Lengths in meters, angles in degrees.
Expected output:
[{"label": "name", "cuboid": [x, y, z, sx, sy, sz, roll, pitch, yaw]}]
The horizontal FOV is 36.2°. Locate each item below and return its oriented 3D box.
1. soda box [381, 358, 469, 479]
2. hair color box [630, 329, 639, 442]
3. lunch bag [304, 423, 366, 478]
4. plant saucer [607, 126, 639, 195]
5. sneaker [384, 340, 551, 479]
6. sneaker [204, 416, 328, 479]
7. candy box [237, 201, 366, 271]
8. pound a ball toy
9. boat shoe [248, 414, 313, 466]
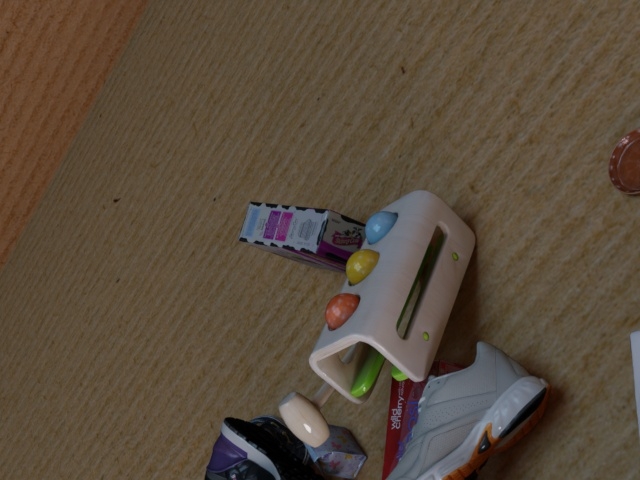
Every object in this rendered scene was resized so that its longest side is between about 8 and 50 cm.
[{"label": "soda box", "cuboid": [0.137, 0.287, 1.241, 0.092, 0.083, 0.263, -15, 62, 51]}, {"label": "hair color box", "cuboid": [0.446, 0.143, 0.851, 0.339, 0.110, 0.185, -23, 58, 46]}, {"label": "lunch bag", "cuboid": [0.012, 0.302, 1.413, 0.053, 0.083, 0.071, -61, 36, 15]}, {"label": "plant saucer", "cuboid": [0.376, -0.093, 1.151, 0.083, 0.013, 0.083, -29, 52, 46]}, {"label": "sneaker", "cuboid": [0.144, 0.230, 1.161, 0.262, 0.099, 0.121, -39, 57, -10]}, {"label": "sneaker", "cuboid": [-0.066, 0.367, 1.372, 0.283, 0.107, 0.124, 29, 95, 51]}, {"label": "candy box", "cuboid": [0.000, 0.000, 1.512, 0.233, 0.159, 0.071, 7, 79, 55]}, {"label": "pound a ball toy", "cuboid": [0.056, 0.095, 1.301, 0.208, 0.136, 0.319, -31, 23, 45]}, {"label": "boat shoe", "cuboid": [-0.090, 0.312, 1.553, 0.183, 0.083, 0.065, 6, 79, 56]}]
